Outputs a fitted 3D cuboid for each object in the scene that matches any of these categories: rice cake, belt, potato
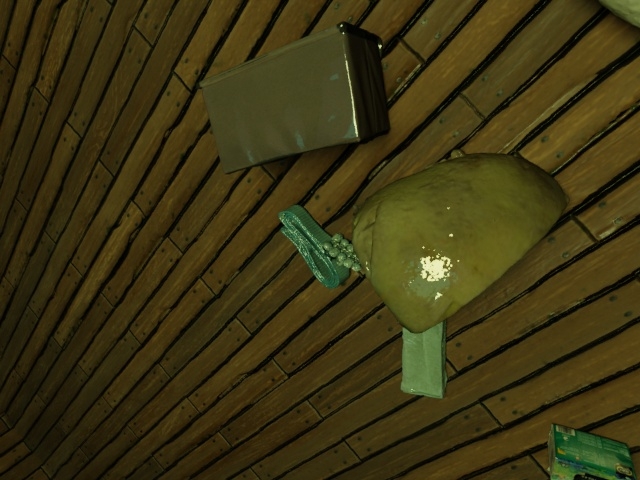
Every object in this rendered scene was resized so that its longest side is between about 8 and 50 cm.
[{"bbox_3d":[0.189,0.185,0.783,0.085,0.040,0.226,5,110,25],"label":"rice cake"},{"bbox_3d":[-0.003,0.002,0.802,0.179,0.065,0.100,49,131,3],"label":"belt"},{"bbox_3d":[0.186,-0.033,0.620,0.264,0.189,0.211,-40,87,31],"label":"potato"}]

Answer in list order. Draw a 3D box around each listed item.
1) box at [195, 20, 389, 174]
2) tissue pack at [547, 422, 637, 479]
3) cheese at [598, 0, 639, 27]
[{"bbox_3d":[-0.032,-0.209,0.670,0.252,0.188,0.153,-8,104,26],"label":"box"},{"bbox_3d":[0.436,0.370,0.700,0.111,0.085,0.079,8,112,23],"label":"tissue pack"},{"bbox_3d":[0.361,-0.352,0.441,0.198,0.154,0.189,45,141,2],"label":"cheese"}]
